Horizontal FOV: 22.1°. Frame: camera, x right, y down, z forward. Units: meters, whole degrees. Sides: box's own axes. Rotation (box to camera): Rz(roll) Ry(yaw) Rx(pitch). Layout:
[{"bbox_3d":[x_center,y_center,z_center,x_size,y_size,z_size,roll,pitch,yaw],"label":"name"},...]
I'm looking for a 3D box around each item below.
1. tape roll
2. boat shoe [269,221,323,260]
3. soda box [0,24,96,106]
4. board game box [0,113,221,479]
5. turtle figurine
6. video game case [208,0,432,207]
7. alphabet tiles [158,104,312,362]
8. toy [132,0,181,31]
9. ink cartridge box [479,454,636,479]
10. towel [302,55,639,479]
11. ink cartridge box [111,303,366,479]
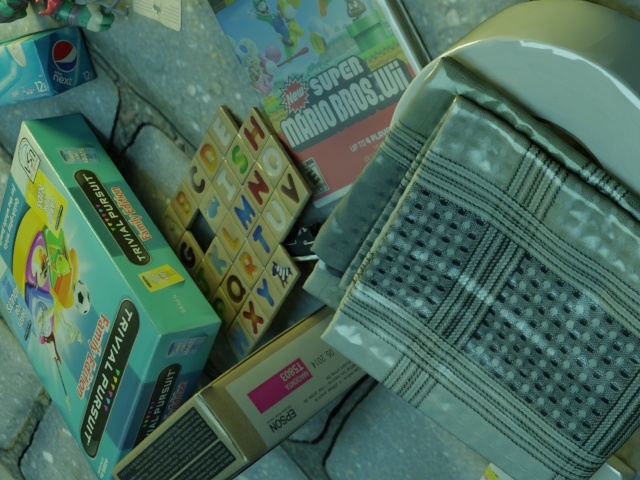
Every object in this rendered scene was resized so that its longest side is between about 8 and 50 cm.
[{"bbox_3d":[0.200,-0.057,1.400,0.286,0.100,0.286,18,126,26],"label":"tape roll"},{"bbox_3d":[0.000,0.000,1.654,0.125,0.046,0.038,5,112,38],"label":"boat shoe"},{"bbox_3d":[-0.352,-0.189,1.835,0.210,0.071,0.067,-5,108,42],"label":"soda box"},{"bbox_3d":[-0.252,0.065,1.807,0.336,0.079,0.253,53,138,33],"label":"board game box"},{"bbox_3d":[-0.294,-0.296,1.705,0.234,0.118,0.175,-3,98,52],"label":"turtle figurine"},{"bbox_3d":[0.002,-0.189,1.571,0.204,0.025,0.285,-24,95,45],"label":"video game case"},{"bbox_3d":[-0.085,-0.016,1.703,0.198,0.009,0.237,57,138,26],"label":"alphabet tiles"},{"bbox_3d":[-0.136,-0.329,1.576,0.137,0.056,0.237,-147,54,-61],"label":"toy"},{"bbox_3d":[0.222,0.237,1.575,0.115,0.067,0.198,40,133,17],"label":"ink cartridge box"},{"bbox_3d":[0.150,0.046,1.394,0.324,0.056,0.312,39,133,10],"label":"towel"},{"bbox_3d":[-0.074,0.178,1.676,0.088,0.235,0.193,53,135,5],"label":"ink cartridge box"}]
